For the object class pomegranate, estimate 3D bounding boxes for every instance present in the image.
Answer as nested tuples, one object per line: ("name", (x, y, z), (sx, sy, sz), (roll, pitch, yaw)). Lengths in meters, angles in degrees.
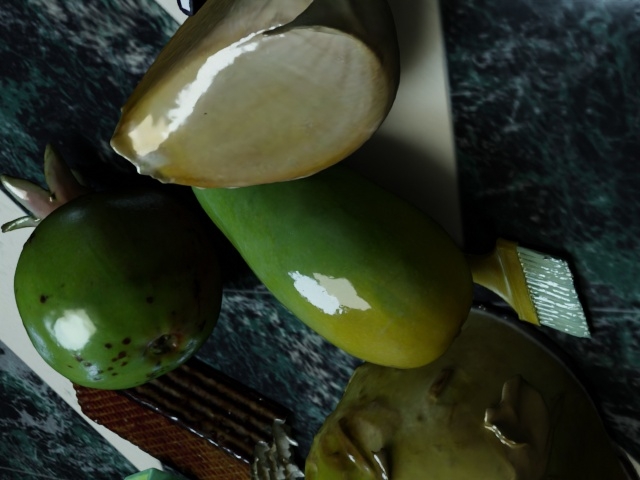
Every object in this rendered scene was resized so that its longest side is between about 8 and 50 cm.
("pomegranate", (-0.187, 0.017, 1.493), (0.224, 0.181, 0.181), (53, 156, 27))

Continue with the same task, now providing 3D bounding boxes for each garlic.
("garlic", (-0.031, -0.114, 1.134), (0.245, 0.164, 0.145), (-33, 86, 54))

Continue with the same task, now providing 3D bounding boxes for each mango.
("mango", (0.000, 0.000, 1.261), (0.251, 0.114, 0.156), (32, -171, 33))

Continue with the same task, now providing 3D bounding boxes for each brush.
("brush", (0.102, 0.017, 1.298), (0.218, 0.010, 0.082), (17, 142, 38))

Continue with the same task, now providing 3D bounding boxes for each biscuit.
("biscuit", (-0.132, 0.170, 1.706), (0.252, 0.070, 0.106), (26, 148, 24))

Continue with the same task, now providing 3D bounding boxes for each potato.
("potato", (0.108, 0.216, 1.369), (0.246, 0.196, 0.300), (10, 139, 45))

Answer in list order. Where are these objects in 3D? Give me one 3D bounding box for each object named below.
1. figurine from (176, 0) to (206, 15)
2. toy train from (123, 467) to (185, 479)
("figurine", (-0.129, -0.269, 1.069), (0.308, 0.143, 0.308), (42, 147, 36))
("toy train", (-0.123, 0.333, 1.777), (0.271, 0.159, 0.188), (26, 155, -21))
